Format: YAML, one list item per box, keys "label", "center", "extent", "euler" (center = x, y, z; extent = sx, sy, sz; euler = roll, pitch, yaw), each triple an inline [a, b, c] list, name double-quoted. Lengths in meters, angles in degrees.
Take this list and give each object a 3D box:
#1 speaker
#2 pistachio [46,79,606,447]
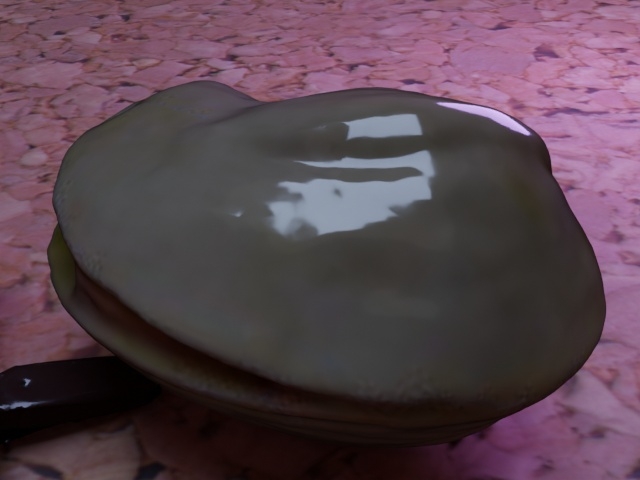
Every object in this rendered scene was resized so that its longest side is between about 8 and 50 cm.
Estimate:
- label: "speaker"
  center: [-0.306, 0.101, 0.693]
  extent: [0.259, 0.198, 0.329]
  euler: [22, 27, -49]
- label: "pistachio"
  center: [0.000, 0.000, 0.667]
  extent: [0.445, 0.281, 0.365]
  euler: [19, 34, 21]
